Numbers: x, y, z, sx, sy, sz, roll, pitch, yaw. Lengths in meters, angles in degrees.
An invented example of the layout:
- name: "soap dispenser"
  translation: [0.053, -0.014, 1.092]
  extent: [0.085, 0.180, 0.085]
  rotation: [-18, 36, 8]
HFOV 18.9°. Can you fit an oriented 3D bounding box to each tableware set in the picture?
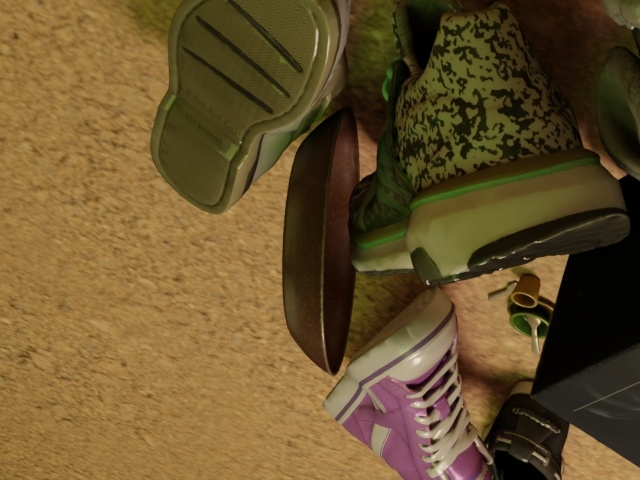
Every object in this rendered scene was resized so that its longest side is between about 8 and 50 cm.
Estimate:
- name: "tableware set"
  translation: [0.216, 0.077, 1.572]
  extent: [0.154, 0.024, 0.104]
  rotation: [32, 150, -15]

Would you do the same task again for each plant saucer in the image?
- name: "plant saucer"
  translation: [0.000, 0.000, 1.411]
  extent: [0.036, 0.198, 0.198]
  rotation: [2, 148, 8]

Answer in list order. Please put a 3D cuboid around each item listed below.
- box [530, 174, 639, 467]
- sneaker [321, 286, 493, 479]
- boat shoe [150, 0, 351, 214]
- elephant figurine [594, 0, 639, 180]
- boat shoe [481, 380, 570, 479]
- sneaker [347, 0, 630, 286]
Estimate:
- name: "box"
  translation: [0.372, 0.059, 1.240]
  extent: [0.312, 0.179, 0.343]
  rotation: [32, 145, -18]
- name: "sneaker"
  translation: [0.101, 0.140, 1.640]
  extent: [0.161, 0.102, 0.282]
  rotation: [46, 163, 8]
- name: "boat shoe"
  translation: [-0.039, -0.128, 1.326]
  extent: [0.113, 0.103, 0.302]
  rotation: [43, 152, 1]
- name: "elephant figurine"
  translation: [0.222, -0.079, 1.056]
  extent: [0.169, 0.186, 0.239]
  rotation: [10, 127, 27]
- name: "boat shoe"
  translation: [0.182, 0.212, 1.770]
  extent: [0.084, 0.079, 0.233]
  rotation: [17, 152, 9]
- name: "sneaker"
  translation: [0.095, -0.076, 1.267]
  extent: [0.158, 0.182, 0.410]
  rotation: [-12, -178, -9]
